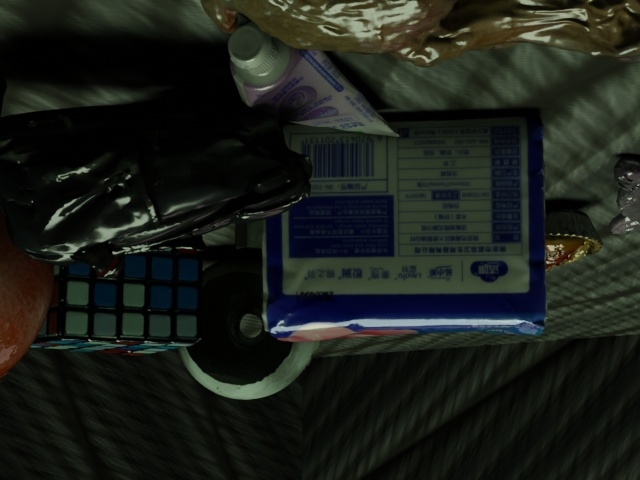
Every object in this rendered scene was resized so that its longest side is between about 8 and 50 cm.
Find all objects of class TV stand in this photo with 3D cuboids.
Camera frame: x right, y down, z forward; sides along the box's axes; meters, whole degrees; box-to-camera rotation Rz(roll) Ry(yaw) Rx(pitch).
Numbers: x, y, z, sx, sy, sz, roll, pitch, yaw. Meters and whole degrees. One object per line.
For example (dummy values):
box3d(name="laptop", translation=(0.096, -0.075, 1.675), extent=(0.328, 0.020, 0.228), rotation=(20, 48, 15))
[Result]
box3d(name="TV stand", translation=(0.000, 0.000, 1.754), extent=(0.256, 0.049, 0.040), rotation=(6, 170, -36))

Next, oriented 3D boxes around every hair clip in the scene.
box3d(name="hair clip", translation=(0.395, -0.053, 1.439), extent=(0.146, 0.056, 0.187), rotation=(-9, 167, 8))

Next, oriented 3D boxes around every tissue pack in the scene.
box3d(name="tissue pack", translation=(0.082, -0.011, 1.244), extent=(0.270, 0.209, 0.137), rotation=(-3, 179, 7))

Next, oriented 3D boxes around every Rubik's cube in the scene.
box3d(name="Rubik's cube", translation=(-0.263, 0.043, 1.592), extent=(0.182, 0.184, 0.187), rotation=(5, 168, -30))

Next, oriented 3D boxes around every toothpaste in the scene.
box3d(name="toothpaste", translation=(-0.009, -0.120, 1.048), extent=(0.075, 0.048, 0.301), rotation=(-14, 169, 15))

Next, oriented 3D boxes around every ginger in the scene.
box3d(name="ginger", translation=(0.070, -0.154, 0.798), extent=(0.290, 0.084, 0.122), rotation=(5, 148, -11))

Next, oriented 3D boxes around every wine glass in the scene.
box3d(name="wine glass", translation=(-0.111, 0.138, 2.064), extent=(0.238, 0.238, 0.323), rotation=(0, 179, 1))

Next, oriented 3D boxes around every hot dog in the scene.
box3d(name="hot dog", translation=(0.267, 0.013, 1.702), extent=(0.131, 0.069, 0.253), rotation=(7, 164, -24))

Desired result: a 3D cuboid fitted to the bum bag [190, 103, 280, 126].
box3d(name="bum bag", translation=(-0.139, -0.089, 1.182), extent=(0.232, 0.060, 0.107), rotation=(-12, 174, 33))

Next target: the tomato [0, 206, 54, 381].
box3d(name="tomato", translation=(-0.398, 0.025, 1.320), extent=(0.265, 0.265, 0.265), rotation=(0, 171, 0))

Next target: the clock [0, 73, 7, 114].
box3d(name="clock", translation=(-0.416, -0.110, 1.038), extent=(0.319, 0.066, 0.319), rotation=(0, 170, 0))

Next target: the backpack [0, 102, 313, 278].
box3d(name="backpack", translation=(-0.133, -0.044, 1.033), extent=(0.258, 0.133, 0.206), rotation=(-11, 178, -8))
